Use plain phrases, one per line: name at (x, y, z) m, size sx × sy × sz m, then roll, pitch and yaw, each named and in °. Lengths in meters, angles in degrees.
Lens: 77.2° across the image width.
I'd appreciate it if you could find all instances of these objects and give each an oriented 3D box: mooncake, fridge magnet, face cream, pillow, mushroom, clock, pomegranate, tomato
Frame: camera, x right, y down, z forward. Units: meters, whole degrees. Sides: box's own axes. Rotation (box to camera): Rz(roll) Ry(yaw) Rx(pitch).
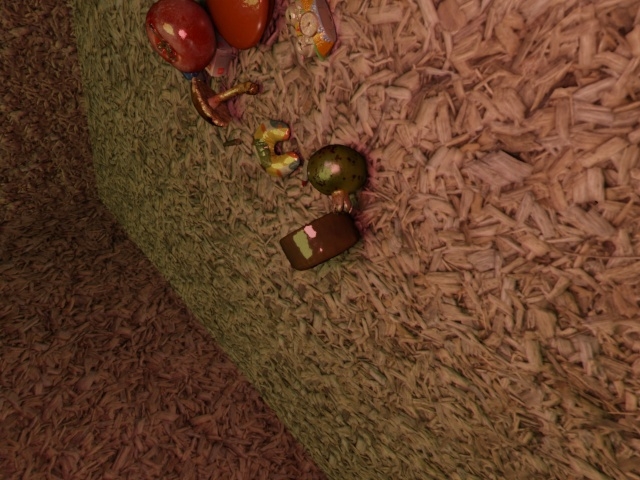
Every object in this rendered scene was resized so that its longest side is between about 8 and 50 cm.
mooncake at (0.000, 0.000, 1.462) m, size 0.285 × 0.285 × 0.155 m, roll -23°, pitch 94°, yaw 50°
fridge magnet at (-0.294, -0.877, 1.423) m, size 0.364 × 0.155 × 0.363 m, roll 29°, pitch 133°, yaw 36°
face cream at (-0.605, -0.800, 1.787) m, size 0.264 × 0.083 × 0.148 m, roll 57°, pitch -168°, yaw -51°
pillow at (-0.184, -0.374, 1.637) m, size 0.214 × 0.086 × 0.233 m, roll -11°, pitch 99°, yaw 38°
mushroom at (-0.397, -0.598, 1.722) m, size 0.302 × 0.232 × 0.207 m, roll 1°, pitch 130°, yaw 1°
clock at (-0.036, -0.690, 1.290) m, size 0.144 × 0.103 × 0.230 m, roll -9°, pitch 104°, yaw 41°
pomegranate at (0.058, -0.207, 1.354) m, size 0.202 × 0.202 × 0.247 m, roll -17°, pitch 72°, yaw 50°
tomato at (-0.522, -0.796, 1.538) m, size 0.270 × 0.227 × 0.270 m, roll 33°, pitch 158°, yaw 15°

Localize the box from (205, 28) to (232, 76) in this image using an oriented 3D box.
box at (-0.489, -0.842, 1.722) m, size 0.269 × 0.079 × 0.135 m, roll 51°, pitch 138°, yaw 16°

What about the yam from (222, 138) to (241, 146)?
yam at (-0.421, -0.460, 1.881) m, size 0.130 × 0.027 × 0.033 m, roll 6°, pitch 153°, yaw 44°

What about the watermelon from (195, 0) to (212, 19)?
watermelon at (-0.561, -0.957, 1.651) m, size 0.242 × 0.094 × 0.153 m, roll -12°, pitch 74°, yaw 22°

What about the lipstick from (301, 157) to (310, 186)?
lipstick at (-0.055, -0.264, 1.583) m, size 0.030 × 0.030 × 0.129 m, roll 41°, pitch 135°, yaw 25°
